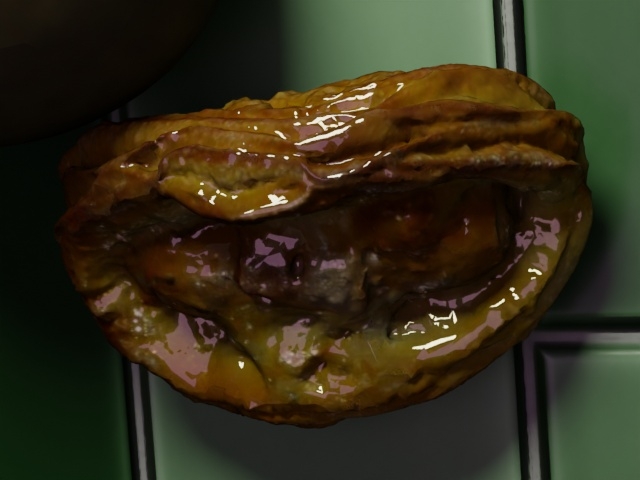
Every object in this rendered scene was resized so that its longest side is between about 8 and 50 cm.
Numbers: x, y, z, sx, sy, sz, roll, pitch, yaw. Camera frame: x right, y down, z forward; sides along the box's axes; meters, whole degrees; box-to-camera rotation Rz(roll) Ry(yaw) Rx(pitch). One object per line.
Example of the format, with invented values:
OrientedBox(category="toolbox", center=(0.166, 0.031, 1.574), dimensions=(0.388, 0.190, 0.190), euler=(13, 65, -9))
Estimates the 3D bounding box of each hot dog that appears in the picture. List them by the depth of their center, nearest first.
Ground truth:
OrientedBox(category="hot dog", center=(-0.003, 0.002, 0.811), dimensions=(0.259, 0.114, 0.175), euler=(-9, 124, 26))

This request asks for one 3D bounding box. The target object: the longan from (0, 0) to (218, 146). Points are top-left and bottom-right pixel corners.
OrientedBox(category="longan", center=(-0.163, -0.161, 0.809), dimensions=(0.258, 0.258, 0.258), euler=(3, 97, 23))
